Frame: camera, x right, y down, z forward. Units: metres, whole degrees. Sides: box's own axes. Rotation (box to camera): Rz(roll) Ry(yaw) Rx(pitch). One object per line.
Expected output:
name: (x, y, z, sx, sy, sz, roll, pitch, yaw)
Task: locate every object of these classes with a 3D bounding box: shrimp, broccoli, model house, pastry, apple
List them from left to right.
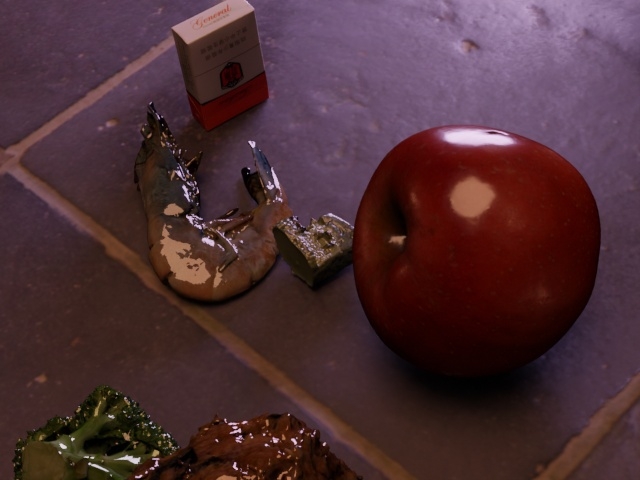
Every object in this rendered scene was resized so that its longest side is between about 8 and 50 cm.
broccoli: (-0.222, 0.234, 1.130, 0.195, 0.156, 0.195, -8, 74, 29)
shrimp: (-0.128, -0.057, 1.412, 0.178, 0.075, 0.289, -9, 48, -11)
pastry: (-0.083, 0.272, 1.016, 0.192, 0.275, 0.275, 17, 54, 23)
model house: (0.000, 0.000, 1.348, 0.083, 0.066, 0.079, -31, 55, -20)
apple: (0.157, 0.004, 1.205, 0.216, 0.260, 0.260, 4, 46, -21)

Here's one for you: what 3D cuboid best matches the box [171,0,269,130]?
box: (-0.123, -0.222, 1.492, 0.100, 0.152, 0.048, -29, 56, -17)
